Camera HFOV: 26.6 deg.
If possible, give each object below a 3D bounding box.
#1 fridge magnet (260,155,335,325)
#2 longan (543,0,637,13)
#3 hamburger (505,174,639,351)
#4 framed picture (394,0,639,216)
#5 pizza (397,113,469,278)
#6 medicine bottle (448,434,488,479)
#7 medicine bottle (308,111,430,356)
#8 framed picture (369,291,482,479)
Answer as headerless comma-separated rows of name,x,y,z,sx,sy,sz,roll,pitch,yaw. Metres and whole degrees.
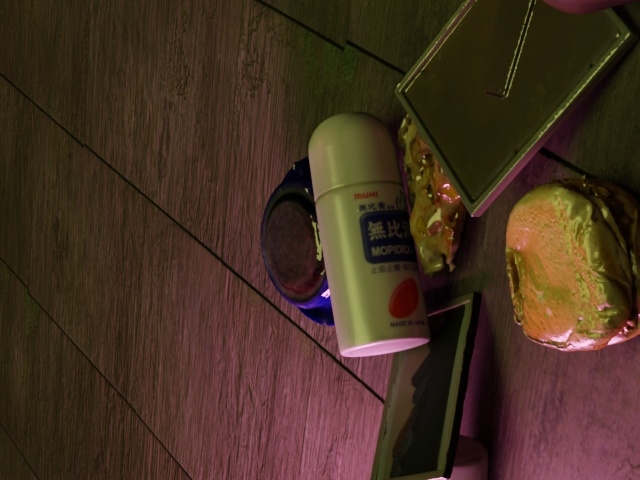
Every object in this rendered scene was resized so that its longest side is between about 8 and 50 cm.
fridge magnet,0.000,0.000,2.071,0.265,0.113,0.265,10,103,53
longan,0.296,-0.339,1.441,0.212,0.198,0.198,159,102,-71
hamburger,0.301,0.026,1.584,0.214,0.108,0.213,18,111,58
framed picture,0.228,-0.216,1.665,0.315,0.024,0.232,-52,52,34
pizza,0.158,-0.097,1.831,0.189,0.071,0.296,41,131,47
medicine bottle,0.177,0.360,1.870,0.105,0.105,0.168,22,115,55
medicine bottle,0.063,-0.015,1.898,0.130,0.130,0.340,-30,66,57
framed picture,0.144,0.209,1.860,0.192,0.018,0.265,-28,45,56
